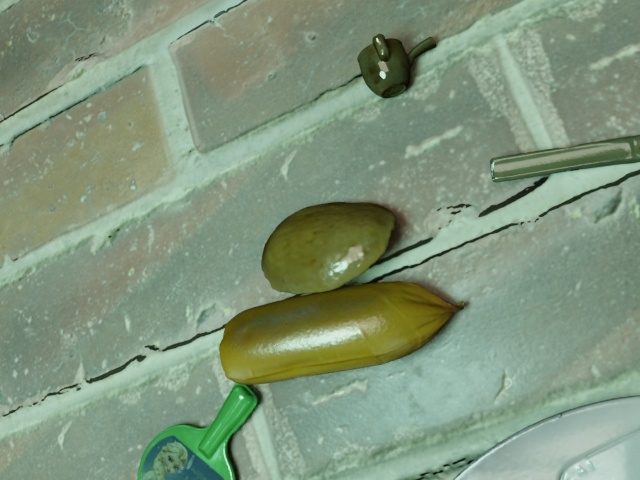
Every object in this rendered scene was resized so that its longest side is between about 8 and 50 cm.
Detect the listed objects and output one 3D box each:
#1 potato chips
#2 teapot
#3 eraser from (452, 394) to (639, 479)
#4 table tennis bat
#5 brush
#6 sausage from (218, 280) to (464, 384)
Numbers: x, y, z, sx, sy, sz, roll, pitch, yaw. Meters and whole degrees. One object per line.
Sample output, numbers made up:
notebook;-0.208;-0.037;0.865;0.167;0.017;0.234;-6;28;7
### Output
potato chips;0.000;0.000;0.961;0.201;0.049;0.150;-5;47;37
teapot;0.109;-0.248;0.971;0.110;0.085;0.080;-17;76;-1
eraser;0.269;0.289;0.823;0.243;0.059;0.205;-8;79;18
table tennis bat;-0.169;0.311;1.017;0.160;0.039;0.257;37;99;21
brush;0.309;-0.100;0.891;0.190;0.027;0.034;-8;82;14
sausage;0.024;0.117;0.931;0.328;0.112;0.112;-13;77;17
